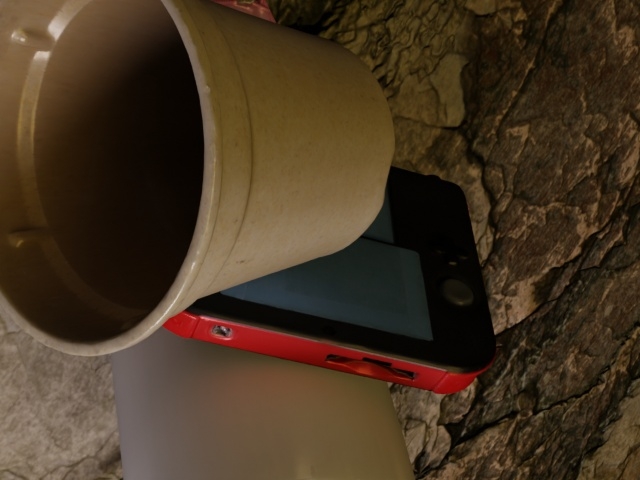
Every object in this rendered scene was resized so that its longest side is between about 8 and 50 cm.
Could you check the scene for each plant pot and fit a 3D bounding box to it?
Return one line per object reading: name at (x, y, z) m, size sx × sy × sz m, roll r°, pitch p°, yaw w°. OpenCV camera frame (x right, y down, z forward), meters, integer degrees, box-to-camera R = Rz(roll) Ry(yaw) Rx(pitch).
plant pot at (-0.107, -0.081, 0.972) m, size 0.305 × 0.334 × 0.333 m, roll -5°, pitch 118°, yaw -50°

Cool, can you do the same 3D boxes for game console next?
game console at (0.000, 0.000, 1.192) m, size 0.387 × 0.342 × 0.060 m, roll 15°, pitch 133°, yaw -14°

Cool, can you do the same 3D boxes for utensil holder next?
utensil holder at (-0.072, 0.207, 1.225) m, size 0.328 × 0.385 × 0.327 m, roll -8°, pitch 132°, yaw -8°

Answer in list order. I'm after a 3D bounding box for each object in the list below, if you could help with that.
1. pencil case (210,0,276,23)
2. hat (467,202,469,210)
pencil case at (-0.233, -0.207, 1.093) m, size 0.386 × 0.160 × 0.167 m, roll -6°, pitch 117°, yaw -35°
hat at (0.060, -0.124, 1.349) m, size 0.208 × 0.183 × 0.173 m, roll -16°, pitch 125°, yaw -31°
